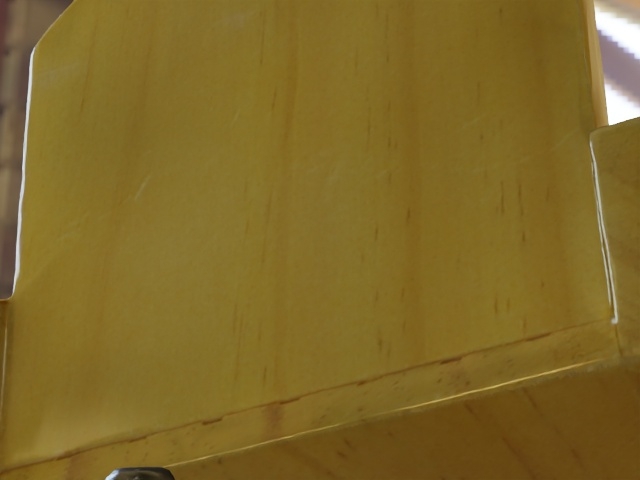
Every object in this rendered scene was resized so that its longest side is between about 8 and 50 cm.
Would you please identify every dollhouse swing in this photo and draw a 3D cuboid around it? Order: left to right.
[{"bbox_3d":[0.033,0.040,0.947,0.347,0.305,0.315,-16,-51,20],"label":"dollhouse swing"}]

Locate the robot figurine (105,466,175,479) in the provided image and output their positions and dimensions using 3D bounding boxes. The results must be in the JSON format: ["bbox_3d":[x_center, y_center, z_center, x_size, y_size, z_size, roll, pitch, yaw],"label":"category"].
[{"bbox_3d":[-0.026,0.148,0.369,0.085,0.211,0.291,1,-8,-2],"label":"robot figurine"}]
